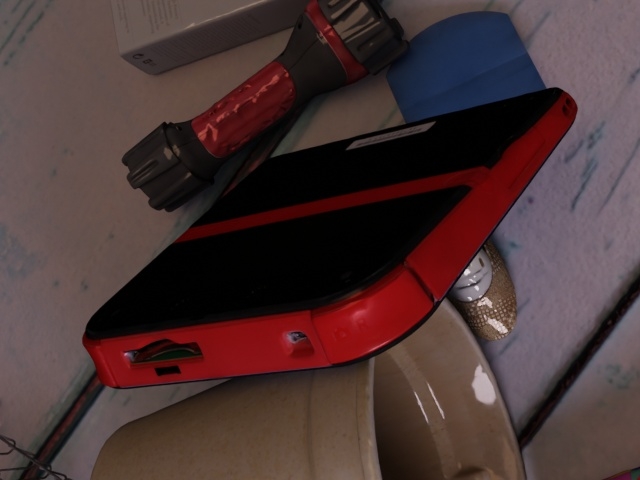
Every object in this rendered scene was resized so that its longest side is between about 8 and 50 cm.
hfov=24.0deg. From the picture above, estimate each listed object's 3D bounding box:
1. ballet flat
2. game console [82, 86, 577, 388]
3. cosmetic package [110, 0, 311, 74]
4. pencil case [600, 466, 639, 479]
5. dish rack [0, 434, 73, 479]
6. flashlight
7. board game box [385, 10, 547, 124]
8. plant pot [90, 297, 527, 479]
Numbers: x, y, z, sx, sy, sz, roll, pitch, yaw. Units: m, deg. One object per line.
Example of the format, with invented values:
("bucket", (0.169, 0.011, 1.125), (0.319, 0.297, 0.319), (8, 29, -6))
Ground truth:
("ballet flat", (0.120, -0.001, 1.411), (0.073, 0.067, 0.206), (-31, 70, 16))
("game console", (0.000, 0.000, 1.295), (0.387, 0.342, 0.060), (-10, 115, 44))
("cosmetic package", (-0.101, -0.265, 1.547), (0.231, 0.085, 0.117), (-15, 75, 18))
("pencil case", (0.290, 0.234, 1.280), (0.236, 0.104, 0.104), (-29, 70, 15))
("dish rack", (-0.333, 0.296, 1.538), (0.272, 0.074, 0.208), (28, 93, 29))
("flashlight", (-0.060, -0.141, 1.485), (0.304, 0.103, 0.103), (-35, 34, 12))
("board game box", (0.142, -0.143, 1.442), (0.133, 0.033, 0.168), (-25, 53, 6))
("plant pot", (-0.017, 0.233, 1.291), (0.306, 0.334, 0.333), (-17, 74, 23))
